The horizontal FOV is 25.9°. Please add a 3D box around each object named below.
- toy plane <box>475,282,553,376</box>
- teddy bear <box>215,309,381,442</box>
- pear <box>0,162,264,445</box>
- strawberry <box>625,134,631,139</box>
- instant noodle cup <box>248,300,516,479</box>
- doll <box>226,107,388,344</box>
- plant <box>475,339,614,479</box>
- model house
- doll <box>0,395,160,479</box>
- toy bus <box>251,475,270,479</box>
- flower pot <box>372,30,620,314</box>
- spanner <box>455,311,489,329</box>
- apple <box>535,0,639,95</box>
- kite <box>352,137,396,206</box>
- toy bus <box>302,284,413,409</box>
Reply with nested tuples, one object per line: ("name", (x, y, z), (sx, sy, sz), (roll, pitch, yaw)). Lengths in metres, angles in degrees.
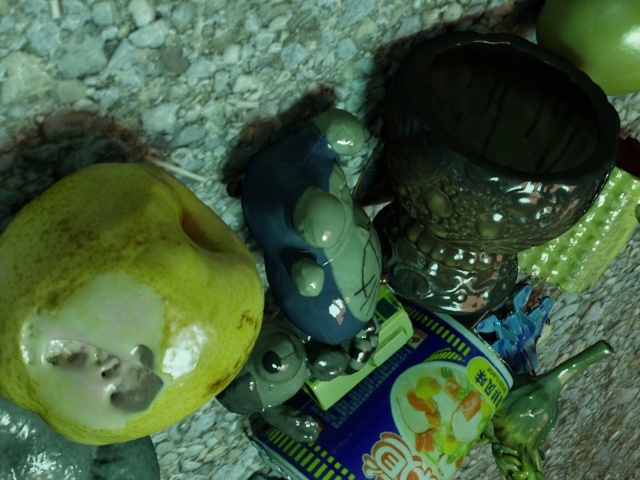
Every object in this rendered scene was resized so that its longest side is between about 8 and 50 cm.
("toy plane", (0.322, 0.179, 2.276), (0.169, 0.078, 0.246), (-38, 144, -12))
("teddy bear", (-0.028, 0.147, 1.688), (0.251, 0.171, 0.144), (-45, -177, -18))
("pear", (-0.193, 0.063, 1.306), (0.271, 0.271, 0.271), (-32, 148, -23))
("strawberry", (0.433, -0.060, 2.036), (0.174, 0.098, 0.228), (-57, 174, 13))
("instant noodle cup", (0.104, 0.253, 1.934), (0.312, 0.284, 0.284), (-48, 152, -11))
("doll", (0.000, 0.000, 1.540), (0.154, 0.228, 0.258), (-10, 135, 18))
("plant", (0.289, 0.257, 2.187), (0.306, 0.261, 0.297), (-60, 168, -76))
("model house", (0.306, -0.063, 1.783), (0.160, 0.254, 0.196), (-3, 130, -45))
("doll", (-0.314, 0.232, 1.511), (0.340, 0.158, 0.245), (24, 77, -44))
("toy bus", (-0.106, 0.509, 2.081), (0.312, 0.152, 0.190), (-51, 149, 12))
("flower pot", (0.180, -0.066, 1.619), (0.267, 0.266, 0.267), (-23, 151, -34))
("spanner", (0.158, 0.196, 2.101), (0.316, 0.087, 0.024), (-47, 150, -4))
("apple", (0.361, -0.267, 1.668), (0.200, 0.200, 0.200), (-32, 148, -23))
("kite", (0.092, -0.087, 1.725), (0.159, 0.010, 0.190), (-42, 151, -8))
("toy bus", (0.038, 0.133, 1.840), (0.175, 0.101, 0.088), (-39, 148, -10))
